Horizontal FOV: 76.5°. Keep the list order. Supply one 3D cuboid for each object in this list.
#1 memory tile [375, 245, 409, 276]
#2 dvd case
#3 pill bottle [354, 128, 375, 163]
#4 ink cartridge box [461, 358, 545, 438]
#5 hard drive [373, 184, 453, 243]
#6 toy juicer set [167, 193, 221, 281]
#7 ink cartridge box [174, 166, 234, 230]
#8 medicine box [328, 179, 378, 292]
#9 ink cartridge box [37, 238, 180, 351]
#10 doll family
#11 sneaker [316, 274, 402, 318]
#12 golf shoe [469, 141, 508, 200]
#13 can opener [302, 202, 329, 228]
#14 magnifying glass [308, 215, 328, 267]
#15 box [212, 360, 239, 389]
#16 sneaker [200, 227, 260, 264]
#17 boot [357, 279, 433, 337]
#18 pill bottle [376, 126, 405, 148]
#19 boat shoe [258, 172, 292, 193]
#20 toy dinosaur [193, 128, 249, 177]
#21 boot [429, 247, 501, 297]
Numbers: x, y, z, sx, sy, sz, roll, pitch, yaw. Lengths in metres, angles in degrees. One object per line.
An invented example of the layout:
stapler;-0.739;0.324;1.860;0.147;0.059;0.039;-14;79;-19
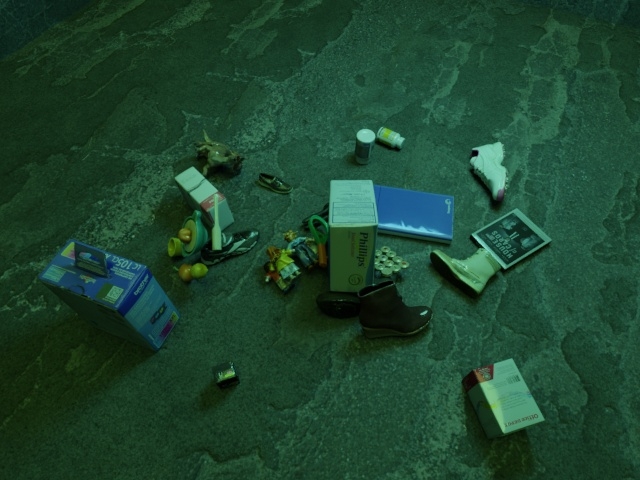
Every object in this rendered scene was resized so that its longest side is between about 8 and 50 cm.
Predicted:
memory tile;0.232;0.071;1.439;0.113;0.012;0.148;-20;36;-20
dvd case;0.707;-0.006;1.513;0.238;0.030;0.179;-27;60;-16
pill bottle;0.184;-0.390;1.702;0.078;0.137;0.078;0;57;0
ink cartridge box;0.513;0.454;1.159;0.128;0.127;0.176;-12;58;-8
hard drive;0.349;-0.106;1.574;0.318;0.040;0.210;9;58;7
toy juicer set;-0.425;0.017;1.360;0.089;0.329;0.209;5;55;-42
ink cartridge box;-0.439;-0.152;1.542;0.092;0.159;0.218;-41;66;-21
medicine box;0.102;-0.020;1.341;0.148;0.264;0.289;1;35;3
ink cartridge box;-0.616;0.159;1.203;0.269;0.396;0.151;17;59;11
doll family;-0.093;0.050;1.431;0.262;0.118;0.163;-34;66;-22
sneaker;0.124;0.180;1.369;0.286;0.109;0.130;-3;49;-11
golf shoe;0.682;-0.276;1.652;0.140;0.115;0.306;1;50;14
can opener;0.013;-0.097;1.572;0.186;0.073;0.059;-34;102;-16
magnifying glass;0.000;0.000;1.458;0.092;0.026;0.231;26;37;-31
box;-0.284;0.406;1.225;0.062;0.083;0.052;-17;58;-11
sneaker;-0.329;0.007;1.470;0.234;0.106;0.078;-25;61;-15
boot;0.239;0.208;1.269;0.248;0.207;0.090;-15;38;-6
pill bottle;0.308;-0.446;1.780;0.116;0.065;0.065;30;62;18
boat shoe;-0.187;-0.236;1.658;0.152;0.049;0.056;17;59;11
toy dinosaur;-0.419;-0.363;1.708;0.200;0.127;0.296;-12;45;-16
boot;0.510;0.077;1.434;0.165;0.077;0.213;-40;70;-21
